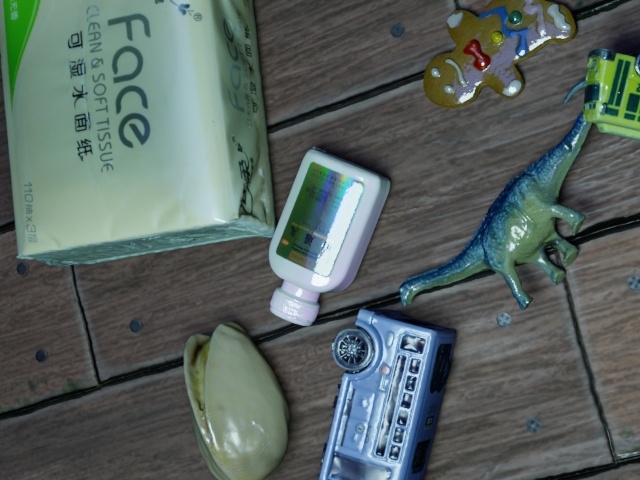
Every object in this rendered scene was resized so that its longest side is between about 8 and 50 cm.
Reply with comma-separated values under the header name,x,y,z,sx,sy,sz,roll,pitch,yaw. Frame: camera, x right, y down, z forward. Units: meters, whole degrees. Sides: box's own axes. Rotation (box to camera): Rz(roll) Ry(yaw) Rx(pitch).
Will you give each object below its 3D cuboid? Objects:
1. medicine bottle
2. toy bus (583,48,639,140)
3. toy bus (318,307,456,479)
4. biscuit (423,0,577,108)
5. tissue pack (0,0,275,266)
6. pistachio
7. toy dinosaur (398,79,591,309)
name,x,y,z,sx,sy,sz,roll,pitch,yaw
medicine bottle,0.000,0.000,1.569,0.115,0.078,0.219,24,96,21
toy bus,0.386,-0.160,1.377,0.175,0.088,0.101,12,96,-1
toy bus,0.074,0.236,1.500,0.133,0.125,0.292,13,91,23
biscuit,0.213,-0.242,1.519,0.205,0.031,0.138,-38,74,19
tissue pack,-0.250,-0.186,1.620,0.332,0.205,0.405,-9,85,19
pistachio,-0.110,0.213,1.572,0.126,0.152,0.223,-28,59,23
toy dinosaur,0.248,-0.021,1.466,0.147,0.076,0.363,44,106,22
